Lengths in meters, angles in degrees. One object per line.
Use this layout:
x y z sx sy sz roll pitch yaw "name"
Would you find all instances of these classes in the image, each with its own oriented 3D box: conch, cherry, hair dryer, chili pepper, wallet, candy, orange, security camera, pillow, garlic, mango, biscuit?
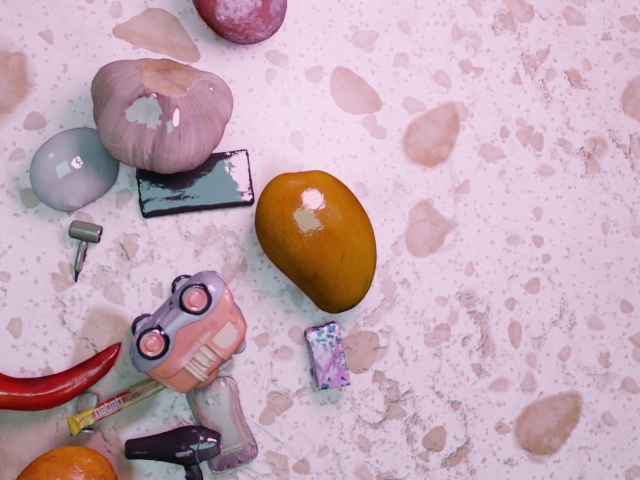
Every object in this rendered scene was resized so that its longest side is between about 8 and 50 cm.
-0.576 -0.170 1.510 0.185 0.121 0.221 36 76 -36 "conch"
-0.195 -0.585 1.534 0.236 0.285 0.212 25 119 3 "cherry"
-0.574 0.029 1.534 0.071 0.047 0.150 13 96 -7 "hair dryer"
-0.651 0.327 1.488 0.369 0.092 0.137 -5 69 -17 "chili pepper"
-0.311 -0.142 1.587 0.286 0.030 0.146 -8 90 -10 "wallet"
0.014 0.289 1.601 0.092 0.073 0.160 -12 90 -9 "candy"
-0.561 0.575 1.406 0.240 0.240 0.239 0 87 -10 "orange"
-0.551 0.408 1.515 0.058 0.058 0.092 10 74 -9 "security camera"
-0.240 0.449 1.565 0.131 0.038 0.232 -18 89 -5 "pillow"
-0.363 -0.280 1.473 0.318 0.259 0.317 15 50 -18 "garlic"
0.000 0.000 1.545 0.264 0.221 0.378 -31 103 -14 "mango"
-0.456 0.375 1.518 0.292 0.026 0.048 -24 95 -23 "biscuit"
-0.339 0.577 1.522 0.236 0.091 0.271 -7 96 6 "hair dryer"

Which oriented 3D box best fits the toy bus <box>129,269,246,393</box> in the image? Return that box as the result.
-0.297 0.221 1.495 0.287 0.194 0.232 -45 104 -11 "toy bus"
